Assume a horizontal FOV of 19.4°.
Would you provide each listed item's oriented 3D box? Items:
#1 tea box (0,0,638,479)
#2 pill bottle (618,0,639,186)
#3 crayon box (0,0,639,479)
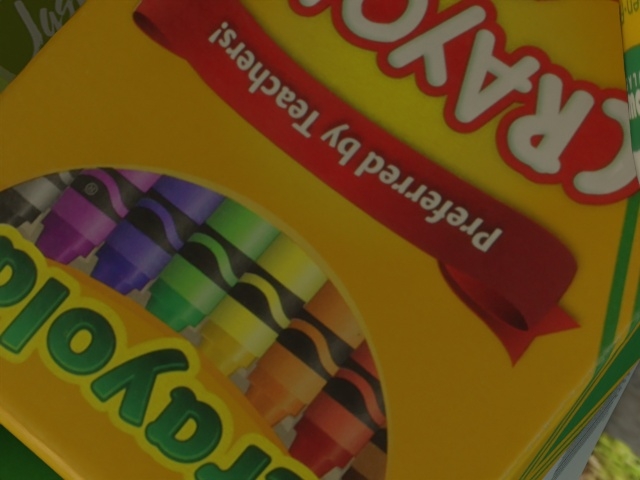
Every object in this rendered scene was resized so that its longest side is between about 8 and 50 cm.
[{"bbox_3d":[-0.066,0.073,0.819,0.323,0.220,0.329,37,143,16],"label":"tea box"},{"bbox_3d":[0.135,-0.065,0.484,0.117,0.117,0.208,-8,87,51],"label":"pill bottle"},{"bbox_3d":[0.000,0.000,0.589,0.202,0.318,0.081,37,170,16],"label":"crayon box"}]
